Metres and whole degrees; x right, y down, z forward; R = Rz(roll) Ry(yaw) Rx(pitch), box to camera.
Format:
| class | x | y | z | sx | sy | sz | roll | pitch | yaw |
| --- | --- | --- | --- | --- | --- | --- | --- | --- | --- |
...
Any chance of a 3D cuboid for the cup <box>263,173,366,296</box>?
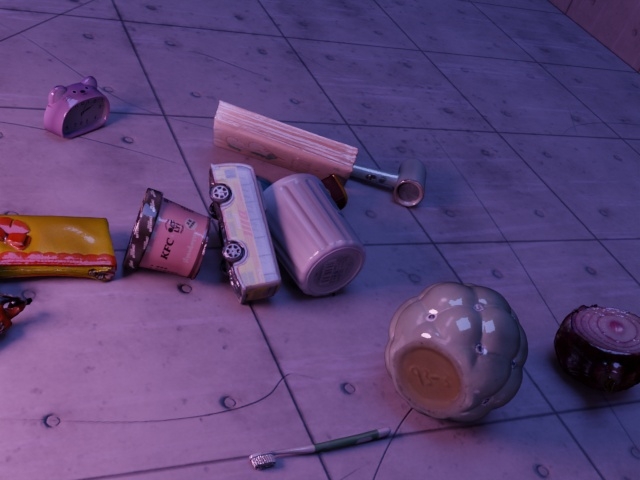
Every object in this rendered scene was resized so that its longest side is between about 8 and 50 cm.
| class | x | y | z | sx | sy | sz | roll | pitch | yaw |
| --- | --- | --- | --- | --- | --- | --- | --- | --- | --- |
| cup | 0.002 | -0.011 | 1.694 | 0.221 | 0.166 | 0.202 | -9 | 47 | -31 |

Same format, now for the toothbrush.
| class | x | y | z | sx | sy | sz | roll | pitch | yaw |
| --- | --- | --- | --- | --- | --- | --- | --- | --- | --- |
| toothbrush | 0.006 | 0.326 | 1.359 | 0.257 | 0.018 | 0.024 | -5 | 44 | -31 |

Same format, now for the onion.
| class | x | y | z | sx | sy | sz | roll | pitch | yaw |
| --- | --- | --- | --- | --- | --- | --- | --- | --- | --- |
| onion | 0.550 | 0.233 | 1.648 | 0.195 | 0.139 | 0.218 | 17 | 35 | 2 |

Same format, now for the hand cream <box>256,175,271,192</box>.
| class | x | y | z | sx | sy | sz | roll | pitch | yaw |
| --- | --- | --- | --- | --- | --- | --- | --- | --- | --- |
| hand cream | -0.169 | -0.094 | 1.838 | 0.083 | 0.048 | 0.224 | 22 | 28 | 3 |

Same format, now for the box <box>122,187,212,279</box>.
| class | x | y | z | sx | sy | sz | roll | pitch | yaw |
| --- | --- | --- | --- | --- | --- | --- | --- | --- | --- |
| box | -0.277 | -0.004 | 1.569 | 0.135 | 0.151 | 0.151 | 20 | 34 | -14 |

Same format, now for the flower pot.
| class | x | y | z | sx | sy | sz | roll | pitch | yaw |
| --- | --- | --- | --- | --- | --- | --- | --- | --- | --- |
| flower pot | 0.229 | 0.190 | 1.466 | 0.246 | 0.246 | 0.195 | 34 | 36 | 20 |

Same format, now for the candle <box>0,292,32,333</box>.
| class | x | y | z | sx | sy | sz | roll | pitch | yaw |
| --- | --- | --- | --- | --- | --- | --- | --- | --- | --- |
| candle | -0.553 | 0.155 | 1.288 | 0.084 | 0.059 | 0.302 | 43 | 41 | 12 |

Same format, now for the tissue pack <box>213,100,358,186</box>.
| class | x | y | z | sx | sy | sz | roll | pitch | yaw |
| --- | --- | --- | --- | --- | --- | --- | --- | --- | --- |
| tissue pack | -0.082 | -0.214 | 1.939 | 0.326 | 0.170 | 0.071 | 18 | 77 | -1 |

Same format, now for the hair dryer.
| class | x | y | z | sx | sy | sz | roll | pitch | yaw |
| --- | --- | --- | --- | --- | --- | --- | --- | --- | --- |
| hair dryer | 0.136 | -0.158 | 2.063 | 0.237 | 0.073 | 0.131 | 11 | 33 | 3 |

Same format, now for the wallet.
| class | x | y | z | sx | sy | sz | roll | pitch | yaw |
| --- | --- | --- | --- | --- | --- | --- | --- | --- | --- |
| wallet | -0.487 | 0.010 | 1.512 | 0.241 | 0.067 | 0.141 | 0 | 41 | -27 |

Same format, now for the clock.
| class | x | y | z | sx | sy | sz | roll | pitch | yaw |
| --- | --- | --- | --- | --- | --- | --- | --- | --- | --- |
| clock | -0.525 | -0.289 | 1.863 | 0.050 | 0.110 | 0.153 | 30 | 37 | 20 |

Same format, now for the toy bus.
| class | x | y | z | sx | sy | sz | roll | pitch | yaw |
| --- | --- | --- | --- | --- | --- | --- | --- | --- | --- |
| toy bus | -0.147 | -0.020 | 1.608 | 0.106 | 0.092 | 0.268 | -9 | 67 | -15 |

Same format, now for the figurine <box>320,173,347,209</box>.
| class | x | y | z | sx | sy | sz | roll | pitch | yaw |
| --- | --- | --- | --- | --- | --- | --- | --- | --- | --- |
| figurine | -0.002 | -0.069 | 1.862 | 0.098 | 0.082 | 0.154 | 50 | 40 | 4 |
